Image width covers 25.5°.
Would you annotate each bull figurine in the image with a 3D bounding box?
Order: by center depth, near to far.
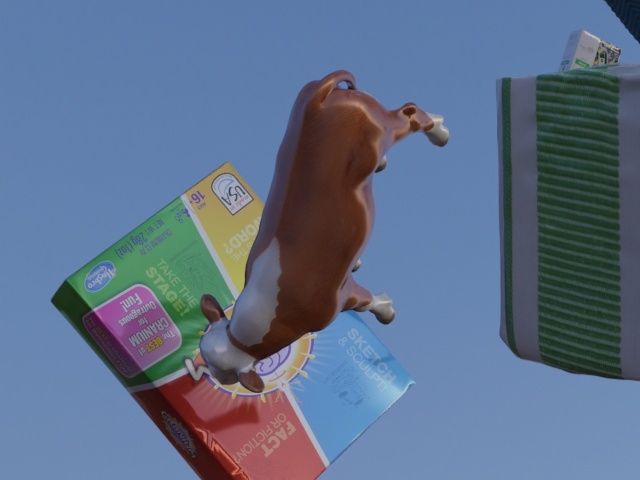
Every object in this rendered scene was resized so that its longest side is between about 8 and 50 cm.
[{"bbox_3d":[0.000,0.000,1.262,0.188,0.101,0.310,-5,-59,-52],"label":"bull figurine"}]

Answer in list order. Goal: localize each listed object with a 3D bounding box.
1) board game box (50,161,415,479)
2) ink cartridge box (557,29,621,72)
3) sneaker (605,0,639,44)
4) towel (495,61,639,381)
[{"bbox_3d":[-0.086,0.107,1.481,0.316,0.242,0.064,49,-33,1],"label":"board game box"},{"bbox_3d":[0.316,-0.188,1.706,0.063,0.115,0.029,22,-9,-22],"label":"ink cartridge box"},{"bbox_3d":[0.327,-0.303,1.480,0.229,0.092,0.087,56,-39,-4],"label":"sneaker"},{"bbox_3d":[0.262,-0.016,1.042,0.038,0.248,0.325,-1,1,-43],"label":"towel"}]
